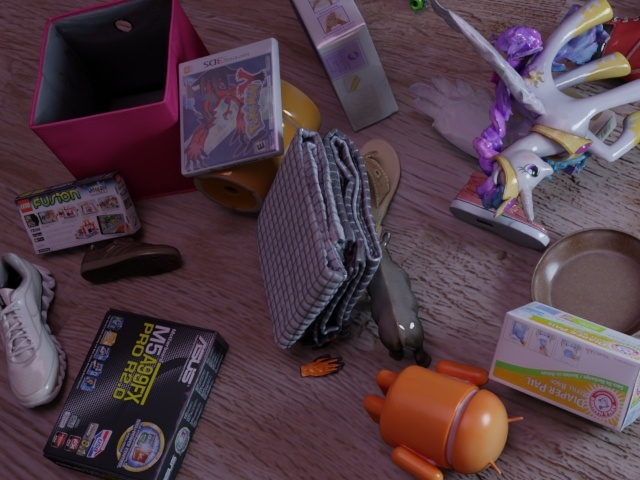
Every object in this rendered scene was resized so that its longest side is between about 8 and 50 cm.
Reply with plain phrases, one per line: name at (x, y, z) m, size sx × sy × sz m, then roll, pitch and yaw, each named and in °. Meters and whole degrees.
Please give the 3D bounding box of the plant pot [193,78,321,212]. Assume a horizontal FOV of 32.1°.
plant pot at (-0.125, -0.159, 1.898) m, size 0.205 × 0.205 × 0.188 m, roll 11°, pitch 66°, yaw 25°

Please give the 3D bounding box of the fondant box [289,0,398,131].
fondant box at (0.013, -0.390, 1.965) m, size 0.096 × 0.238 × 0.330 m, roll -26°, pitch 55°, yaw 2°

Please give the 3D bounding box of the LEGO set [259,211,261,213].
LEGO set at (-0.077, -0.037, 1.921) m, size 0.054 × 0.023 × 0.083 m, roll -20°, pitch 69°, yaw 10°

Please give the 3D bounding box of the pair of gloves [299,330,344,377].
pair of gloves at (0.002, 0.177, 1.766) m, size 0.074 × 0.010 × 0.083 m, roll -10°, pitch 57°, yaw 14°

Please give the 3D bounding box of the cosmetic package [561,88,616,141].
cosmetic package at (0.422, -0.204, 1.828) m, size 0.115 × 0.041 × 0.060 m, roll 34°, pitch 77°, yaw 32°

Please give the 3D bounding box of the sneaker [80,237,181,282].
sneaker at (-0.333, 0.021, 1.946) m, size 0.188 × 0.066 × 0.071 m, roll -9°, pitch 55°, yaw 13°

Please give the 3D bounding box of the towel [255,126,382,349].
towel at (0.000, 0.000, 1.736) m, size 0.121 × 0.235 × 0.283 m, roll 4°, pitch 51°, yaw -23°

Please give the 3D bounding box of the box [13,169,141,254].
box at (-0.434, -0.049, 1.986) m, size 0.207 × 0.114 × 0.036 m, roll -11°, pitch 19°, yaw 20°

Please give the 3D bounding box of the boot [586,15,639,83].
boot at (0.552, -0.371, 1.859) m, size 0.176 × 0.088 × 0.244 m, roll 32°, pitch 78°, yaw 33°

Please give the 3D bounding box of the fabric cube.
fabric cube at (-0.333, -0.249, 1.993) m, size 0.254 × 0.258 × 0.259 m, roll -9°, pitch 58°, yaw 15°

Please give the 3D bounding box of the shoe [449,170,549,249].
shoe at (0.297, -0.052, 1.767) m, size 0.178 × 0.063 × 0.081 m, roll 24°, pitch 74°, yaw 33°

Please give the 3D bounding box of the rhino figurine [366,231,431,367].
rhino figurine at (0.108, 0.078, 1.729) m, size 0.073 × 0.106 × 0.243 m, roll -19°, pitch 56°, yaw 7°

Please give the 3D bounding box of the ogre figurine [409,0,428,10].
ogre figurine at (0.169, -0.535, 2.071) m, size 0.097 × 0.118 × 0.197 m, roll 10°, pitch 65°, yaw 24°

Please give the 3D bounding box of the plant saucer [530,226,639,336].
plant saucer at (0.417, 0.073, 1.666) m, size 0.199 × 0.036 × 0.198 m, roll -9°, pitch 57°, yaw 15°

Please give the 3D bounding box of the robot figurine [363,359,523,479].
robot figurine at (0.172, 0.258, 1.588) m, size 0.219 × 0.128 × 0.158 m, roll 17°, pitch 27°, yaw 27°

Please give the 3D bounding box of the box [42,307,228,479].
box at (-0.296, 0.255, 1.795) m, size 0.216 × 0.060 × 0.270 m, roll 10°, pitch 64°, yaw 25°

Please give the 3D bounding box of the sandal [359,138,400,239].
sandal at (0.076, -0.090, 1.859) m, size 0.088 × 0.079 × 0.240 m, roll 2°, pitch 61°, yaw 20°

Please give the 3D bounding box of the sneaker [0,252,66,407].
sneaker at (-0.512, 0.150, 1.902) m, size 0.110 × 0.118 × 0.292 m, roll -22°, pitch 57°, yaw 4°

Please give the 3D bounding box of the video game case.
video game case at (-0.148, -0.216, 1.811) m, size 0.183 × 0.023 × 0.201 m, roll -11°, pitch 72°, yaw 24°

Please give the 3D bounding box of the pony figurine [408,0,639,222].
pony figurine at (0.327, -0.225, 1.719) m, size 0.363 × 0.303 × 0.351 m, roll -32°, pitch 64°, yaw -13°

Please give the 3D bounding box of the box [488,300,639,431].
box at (0.358, 0.173, 1.559) m, size 0.203 × 0.114 × 0.103 m, roll 21°, pitch 106°, yaw 28°
